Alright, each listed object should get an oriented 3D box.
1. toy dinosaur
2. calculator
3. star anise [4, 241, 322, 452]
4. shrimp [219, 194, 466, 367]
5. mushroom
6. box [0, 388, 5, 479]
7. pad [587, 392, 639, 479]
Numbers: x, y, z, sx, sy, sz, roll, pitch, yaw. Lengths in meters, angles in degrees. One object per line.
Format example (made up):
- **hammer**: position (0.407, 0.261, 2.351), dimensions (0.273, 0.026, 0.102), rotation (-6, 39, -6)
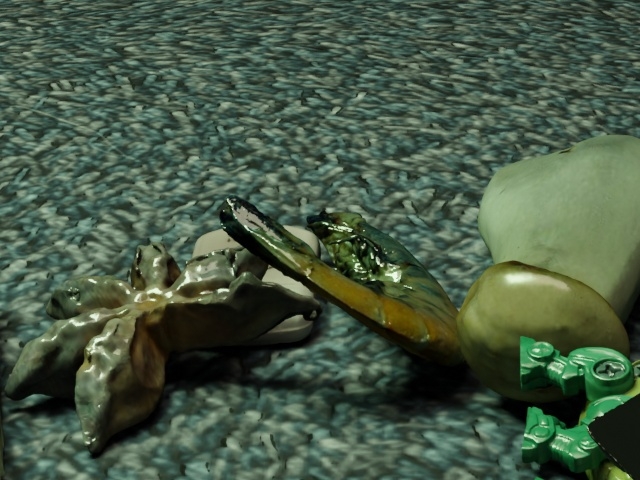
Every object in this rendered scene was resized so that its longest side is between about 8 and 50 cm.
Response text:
- **toy dinosaur**: position (0.178, 0.130, 0.969), dimensions (0.153, 0.094, 0.259), rotation (0, 32, 16)
- **calculator**: position (-0.051, 0.034, 1.282), dimensions (0.100, 0.032, 0.175), rotation (-2, 24, 4)
- **star anise**: position (-0.122, 0.050, 1.176), dimensions (0.208, 0.063, 0.172), rotation (-30, 36, -18)
- **shrimp**: position (0.000, 0.000, 1.205), dimensions (0.198, 0.051, 0.262), rotation (31, 11, -30)
- **mushroom**: position (0.167, 0.018, 1.215), dimensions (0.159, 0.122, 0.329), rotation (-34, 9, 27)
- **box**: position (-0.299, 0.082, 1.160), dimensions (0.164, 0.069, 0.256), rotation (-7, 23, -8)
- **pad**: position (0.271, 0.115, 0.954), dimensions (0.265, 0.009, 0.159), rotation (-22, 59, -44)
